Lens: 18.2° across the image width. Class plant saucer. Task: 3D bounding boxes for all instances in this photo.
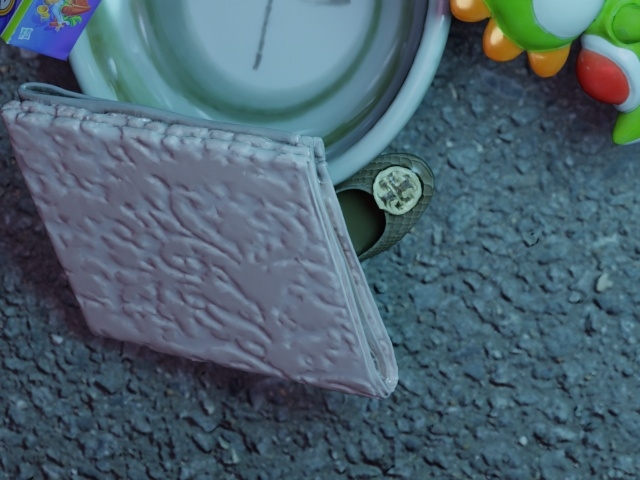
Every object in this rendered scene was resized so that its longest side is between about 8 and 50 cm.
[{"bbox_3d":[-0.049,-0.232,1.810,0.401,0.100,0.400,2,94,27],"label":"plant saucer"}]

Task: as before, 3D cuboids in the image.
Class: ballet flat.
[{"bbox_3d":[0.000,0.000,1.903,0.250,0.058,0.084,-31,96,15],"label":"ballet flat"}]

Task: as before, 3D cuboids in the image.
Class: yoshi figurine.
[{"bbox_3d":[0.267,-0.228,1.685,0.362,0.203,0.203,23,140,-21],"label":"yoshi figurine"}]

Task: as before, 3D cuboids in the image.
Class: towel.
[{"bbox_3d":[-0.108,0.004,1.809,0.332,0.053,0.317,11,139,28],"label":"towel"}]

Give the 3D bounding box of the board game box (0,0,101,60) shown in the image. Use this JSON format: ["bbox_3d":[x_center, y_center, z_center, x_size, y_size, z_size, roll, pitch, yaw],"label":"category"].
[{"bbox_3d":[-0.229,-0.373,1.796,0.233,0.078,0.347,44,109,33],"label":"board game box"}]
